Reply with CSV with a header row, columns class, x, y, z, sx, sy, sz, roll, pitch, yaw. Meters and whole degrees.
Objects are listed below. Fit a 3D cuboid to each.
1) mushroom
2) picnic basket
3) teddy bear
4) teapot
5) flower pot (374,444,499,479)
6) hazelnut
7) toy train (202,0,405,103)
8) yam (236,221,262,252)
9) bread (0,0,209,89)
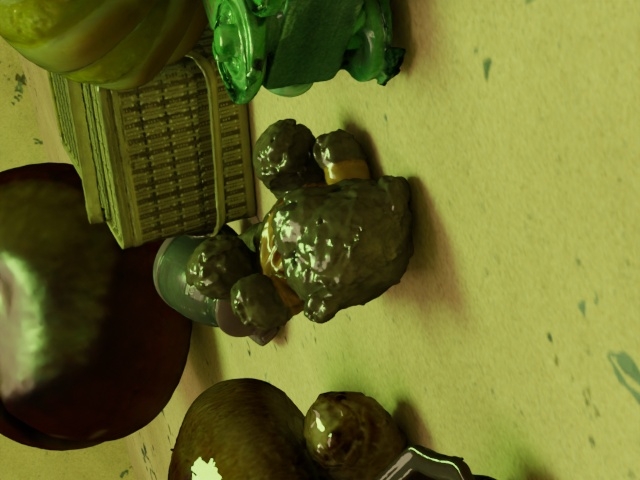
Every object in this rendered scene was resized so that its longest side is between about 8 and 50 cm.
class,x,y,z,sx,sy,sz,roll,pitch,yaw
mushroom,-0.024,0.287,1.156,0.345,0.239,0.345,-5,-90,-82
picnic basket,-0.209,-0.156,1.386,0.313,0.175,0.228,-129,29,-50
teddy bear,0.000,0.000,0.971,0.140,0.177,0.190,33,173,-22
teapot,-0.113,0.063,1.393,0.146,0.116,0.148,35,134,48
flower pot,0.085,0.269,0.899,0.251,0.084,0.179,-53,51,38
hazelnut,-0.368,0.085,1.812,0.429,0.402,0.402,64,160,16
toy train,-0.017,-0.212,0.838,0.243,0.132,0.188,112,143,-60
yam,-0.036,0.008,1.195,0.274,0.061,0.061,168,87,-72
bread,-0.154,-0.287,0.979,0.160,0.333,0.333,3,113,31
